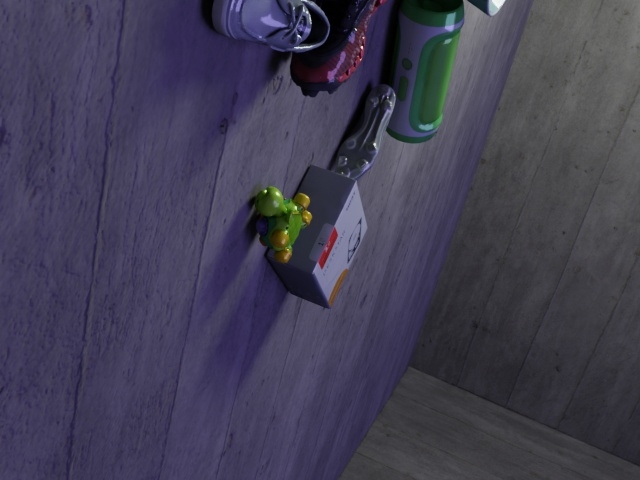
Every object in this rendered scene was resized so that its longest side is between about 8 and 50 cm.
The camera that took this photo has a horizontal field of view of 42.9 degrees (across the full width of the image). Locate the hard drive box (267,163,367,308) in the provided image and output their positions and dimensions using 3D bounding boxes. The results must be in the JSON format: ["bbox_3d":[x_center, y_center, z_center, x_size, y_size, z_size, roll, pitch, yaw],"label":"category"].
[{"bbox_3d":[0.000,0.000,1.444,0.181,0.089,0.232,-65,164,-13],"label":"hard drive box"}]

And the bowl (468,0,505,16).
[{"bbox_3d":[0.291,-0.584,1.488,0.311,0.163,0.311,-59,162,-32],"label":"bowl"}]

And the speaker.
[{"bbox_3d":[0.196,-0.337,1.580,0.131,0.131,0.296,-55,160,-41],"label":"speaker"}]

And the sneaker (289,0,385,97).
[{"bbox_3d":[0.030,-0.321,1.081,0.135,0.098,0.276,81,32,-63],"label":"sneaker"}]

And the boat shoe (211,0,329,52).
[{"bbox_3d":[-0.046,-0.259,0.933,0.227,0.081,0.079,-25,135,-69],"label":"boat shoe"}]

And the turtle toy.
[{"bbox_3d":[-0.063,-0.033,1.222,0.095,0.066,0.130,-61,163,-24],"label":"turtle toy"}]

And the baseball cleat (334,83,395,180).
[{"bbox_3d":[0.089,-0.189,1.525,0.205,0.072,0.109,-61,171,-10],"label":"baseball cleat"}]
